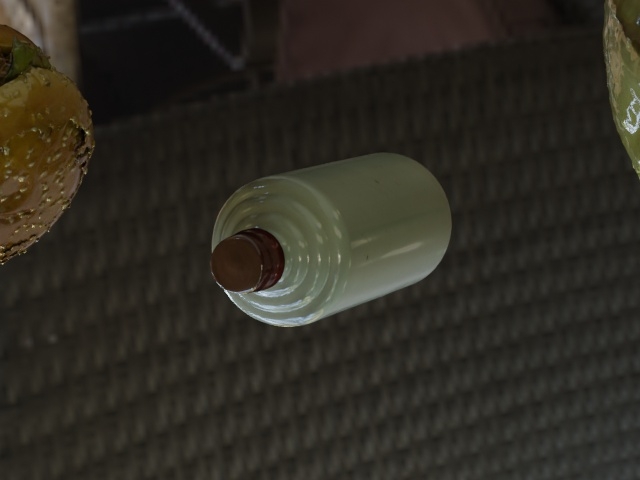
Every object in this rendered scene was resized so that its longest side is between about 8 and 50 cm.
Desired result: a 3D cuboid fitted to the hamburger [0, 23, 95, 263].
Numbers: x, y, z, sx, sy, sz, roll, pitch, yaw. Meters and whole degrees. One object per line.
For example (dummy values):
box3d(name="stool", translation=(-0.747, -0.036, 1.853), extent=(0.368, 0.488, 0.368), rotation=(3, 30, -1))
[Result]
box3d(name="hamburger", translation=(-0.253, -0.055, 1.377), extent=(0.118, 0.191, 0.182), rotation=(44, 156, 29))

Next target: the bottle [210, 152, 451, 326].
box3d(name="bottle", translation=(0.000, 0.000, 1.342), extent=(0.245, 0.104, 0.104), rotation=(-17, -78, -63))

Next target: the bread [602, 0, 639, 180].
box3d(name="bread", translation=(0.318, -0.104, 1.124), extent=(0.237, 0.320, 0.320), rotation=(38, -148, -61))
